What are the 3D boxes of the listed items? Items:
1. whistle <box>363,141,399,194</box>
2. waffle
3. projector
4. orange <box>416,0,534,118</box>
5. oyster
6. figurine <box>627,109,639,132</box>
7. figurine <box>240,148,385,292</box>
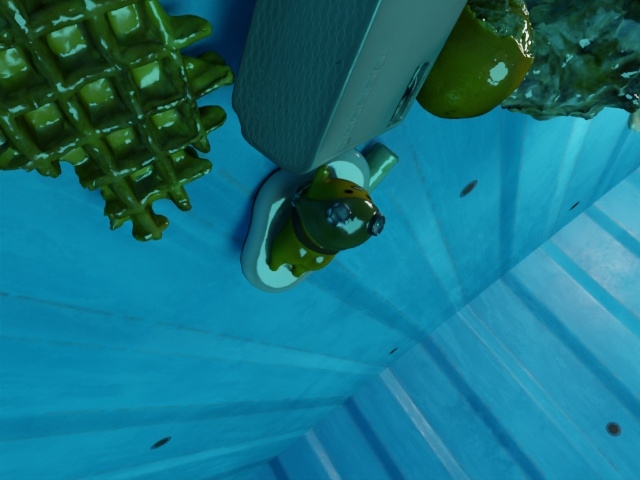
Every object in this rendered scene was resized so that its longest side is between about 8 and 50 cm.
[{"bbox_3d":[0.026,-0.044,0.704,0.258,0.067,0.126,-49,148,15],"label":"whistle"},{"bbox_3d":[-0.210,-0.101,0.335,0.293,0.069,0.259,-3,133,-49],"label":"waffle"},{"bbox_3d":[0.041,-0.202,0.388,0.198,0.108,0.250,-36,159,-46],"label":"projector"},{"bbox_3d":[0.166,-0.219,0.513,0.134,0.156,0.156,17,127,-22],"label":"orange"},{"bbox_3d":[0.394,-0.273,0.613,0.352,0.114,0.237,-11,121,7],"label":"oyster"},{"bbox_3d":[0.577,-0.323,0.780,0.394,0.226,0.274,-15,119,-21],"label":"figurine"},{"bbox_3d":[0.000,0.000,0.589,0.167,0.141,0.250,18,110,-32],"label":"figurine"}]
